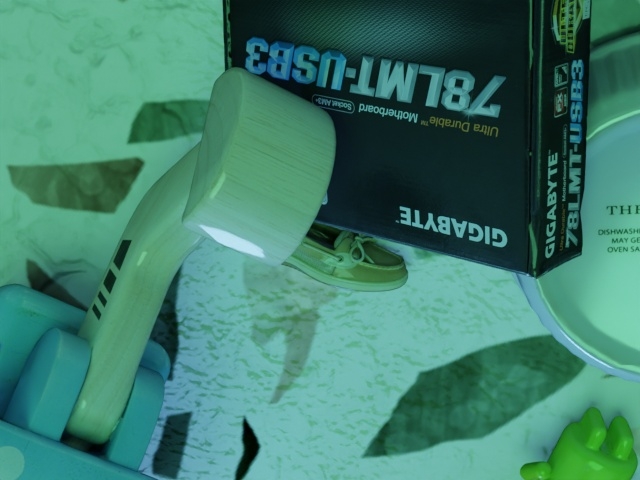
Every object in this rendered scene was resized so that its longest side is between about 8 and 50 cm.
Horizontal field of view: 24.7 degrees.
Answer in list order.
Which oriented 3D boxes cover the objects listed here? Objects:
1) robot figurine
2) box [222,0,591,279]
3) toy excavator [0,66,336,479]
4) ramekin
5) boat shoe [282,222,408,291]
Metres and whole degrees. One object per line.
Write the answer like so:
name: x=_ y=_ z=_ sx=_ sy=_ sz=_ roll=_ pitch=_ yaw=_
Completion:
robot figurine: x=0.217 y=0.197 z=1.206 sx=0.101 sy=0.067 sz=0.115 roll=19 pitch=111 yaw=-10
box: x=0.053 y=-0.146 z=1.045 sx=0.295 sy=0.073 sz=0.293 roll=16 pitch=114 yaw=40
toy excavator: x=-0.182 y=0.097 z=1.134 sx=0.222 sy=0.433 sz=0.445 roll=24 pitch=78 yaw=-24
ramekin: x=0.262 y=-0.015 z=1.095 sx=0.273 sy=0.127 sz=0.273 roll=3 pitch=110 yaw=9
boat shoe: x=0.000 y=-0.001 z=1.186 sx=0.153 sy=0.056 sz=0.048 roll=19 pitch=116 yaw=11
